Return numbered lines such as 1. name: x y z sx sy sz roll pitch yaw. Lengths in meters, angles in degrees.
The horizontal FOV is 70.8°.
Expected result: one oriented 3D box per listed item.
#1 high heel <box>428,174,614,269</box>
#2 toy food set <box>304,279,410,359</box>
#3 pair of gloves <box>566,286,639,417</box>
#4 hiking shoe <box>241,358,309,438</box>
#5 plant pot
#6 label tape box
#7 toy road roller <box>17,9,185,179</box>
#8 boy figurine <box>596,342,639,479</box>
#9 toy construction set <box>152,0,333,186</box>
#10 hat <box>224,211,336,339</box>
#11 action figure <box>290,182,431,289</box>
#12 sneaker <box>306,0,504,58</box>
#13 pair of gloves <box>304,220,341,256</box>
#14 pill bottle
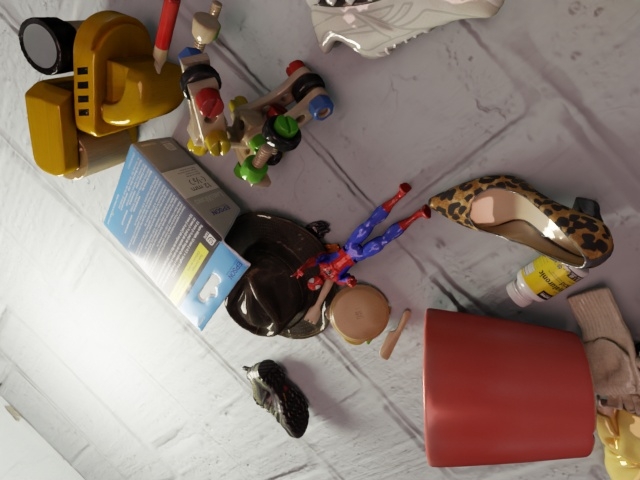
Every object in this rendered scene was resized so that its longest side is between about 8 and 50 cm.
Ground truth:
1. high heel: 0.276 -0.027 0.663 0.261 0.186 0.093 7 118 23
2. toy food set: 0.078 0.153 0.935 0.192 0.038 0.132 26 99 1
3. pair of gloves: 0.490 0.164 0.655 0.240 0.042 0.204 -22 80 59
4. hiking shoe: -0.114 0.407 1.162 0.114 0.086 0.226 -21 99 47
5. plant pot: 0.306 0.251 0.764 0.243 0.275 0.274 -2 115 17
6. label tape box: -0.295 -0.013 0.978 0.348 0.115 0.249 44 126 8
7. toy road roller: -0.399 -0.263 0.871 0.241 0.202 0.329 23 121 10
8. boy figurine: 0.562 0.319 0.762 0.177 0.092 0.285 8 119 23
9. toy construction set: -0.164 -0.216 0.765 0.309 0.257 0.237 45 137 3
10. hat: -0.127 0.108 0.967 0.332 0.134 0.331 14 123 24
11. action figure: 0.060 0.022 0.811 0.091 0.139 0.280 48 120 0
12. sneaker: 0.112 -0.327 0.650 0.292 0.110 0.118 15 129 29
13. pair of gloves: 0.000 0.000 0.925 0.074 0.010 0.083 -18 105 35
14. pill bottle: 0.368 0.061 0.739 0.065 0.065 0.116 43 127 1
